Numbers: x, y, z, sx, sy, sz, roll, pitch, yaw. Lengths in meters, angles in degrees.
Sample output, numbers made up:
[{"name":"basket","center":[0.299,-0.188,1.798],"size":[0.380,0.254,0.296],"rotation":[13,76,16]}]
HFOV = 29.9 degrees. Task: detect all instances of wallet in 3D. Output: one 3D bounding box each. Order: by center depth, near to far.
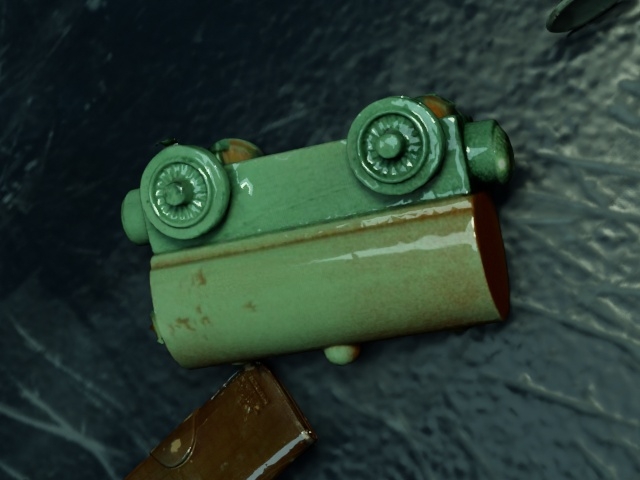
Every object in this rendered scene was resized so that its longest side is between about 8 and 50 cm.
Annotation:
[{"name":"wallet","center":[-0.087,0.169,0.859],"size":[0.176,0.026,0.095],"rotation":[-44,45,8]}]

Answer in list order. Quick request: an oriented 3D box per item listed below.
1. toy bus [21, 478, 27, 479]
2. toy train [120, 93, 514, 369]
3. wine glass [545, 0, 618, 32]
[{"name":"toy bus","center":[-0.177,0.293,0.867],"size":[0.274,0.090,0.112],"rotation":[37,91,21]},{"name":"toy train","center":[0.000,0.000,0.831],"size":[0.285,0.116,0.177],"rotation":[-11,92,19]},{"name":"wine glass","center":[0.147,-0.222,0.816],"size":[0.073,0.073,0.155],"rotation":[-34,75,14]}]
